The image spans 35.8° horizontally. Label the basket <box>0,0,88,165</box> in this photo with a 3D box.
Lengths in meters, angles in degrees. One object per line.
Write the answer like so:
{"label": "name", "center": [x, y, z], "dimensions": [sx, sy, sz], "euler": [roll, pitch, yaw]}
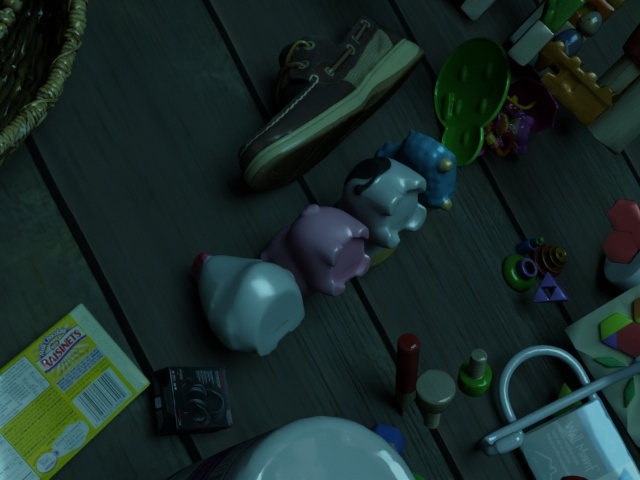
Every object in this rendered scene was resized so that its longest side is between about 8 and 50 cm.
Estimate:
{"label": "basket", "center": [-0.322, -0.208, 0.904], "dimensions": [0.213, 0.223, 0.299], "euler": [28, 56, -19]}

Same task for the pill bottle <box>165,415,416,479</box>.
{"label": "pill bottle", "center": [-0.059, 0.256, 0.814], "dimensions": [0.169, 0.301, 0.169], "euler": [13, 63, -26]}

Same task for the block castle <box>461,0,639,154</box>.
{"label": "block castle", "center": [0.296, -0.345, 1.266], "dimensions": [0.453, 0.213, 0.303], "euler": [43, 18, -2]}

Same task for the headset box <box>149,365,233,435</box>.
{"label": "headset box", "center": [-0.124, 0.158, 0.976], "dimensions": [0.083, 0.032, 0.062], "euler": [10, 65, -48]}

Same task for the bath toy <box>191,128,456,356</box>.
{"label": "bath toy", "center": [0.000, 0.000, 1.078], "dimensions": [0.129, 0.151, 0.348], "euler": [31, 49, 30]}

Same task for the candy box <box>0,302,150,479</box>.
{"label": "candy box", "center": [-0.260, 0.159, 0.903], "dimensions": [0.105, 0.027, 0.206], "euler": [49, 52, -4]}

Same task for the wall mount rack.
{"label": "wall mount rack", "center": [0.363, 0.260, 1.121], "dimensions": [0.304, 0.130, 0.350], "euler": [-27, 84, -2]}

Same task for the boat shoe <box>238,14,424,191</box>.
{"label": "boat shoe", "center": [-0.006, -0.177, 1.162], "dimensions": [0.123, 0.123, 0.342], "euler": [44, 49, 2]}

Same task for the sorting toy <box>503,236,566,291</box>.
{"label": "sorting toy", "center": [0.285, 0.025, 1.296], "dimensions": [0.102, 0.042, 0.061], "euler": [-19, 80, -36]}

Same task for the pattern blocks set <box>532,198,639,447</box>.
{"label": "pattern blocks set", "center": [0.401, 0.141, 1.190], "dimensions": [0.325, 0.285, 0.026], "euler": [44, 12, 19]}

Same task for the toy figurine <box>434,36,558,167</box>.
{"label": "toy figurine", "center": [0.250, -0.167, 1.328], "dimensions": [0.159, 0.130, 0.173], "euler": [12, 85, -38]}

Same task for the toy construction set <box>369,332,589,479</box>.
{"label": "toy construction set", "center": [0.132, 0.284, 1.026], "dimensions": [0.257, 0.237, 0.309], "euler": [-7, 52, -4]}

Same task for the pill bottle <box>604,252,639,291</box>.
{"label": "pill bottle", "center": [0.504, 0.071, 1.363], "dimensions": [0.221, 0.124, 0.124], "euler": [32, 56, -17]}
